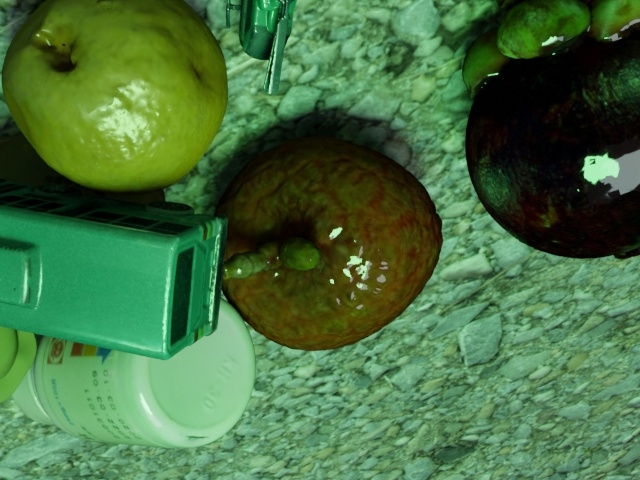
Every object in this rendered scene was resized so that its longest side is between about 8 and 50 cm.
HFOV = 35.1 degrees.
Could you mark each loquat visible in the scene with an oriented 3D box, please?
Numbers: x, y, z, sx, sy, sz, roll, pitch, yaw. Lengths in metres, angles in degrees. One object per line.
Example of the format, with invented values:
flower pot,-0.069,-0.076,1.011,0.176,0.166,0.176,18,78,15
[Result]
loquat,-0.190,-0.146,0.948,0.208,0.208,0.208,-10,132,-11

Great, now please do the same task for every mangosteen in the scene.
mangosteen,0.291,-0.127,1.090,0.311,0.311,0.311,-10,132,-11

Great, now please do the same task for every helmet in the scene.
helmet,-0.275,-0.016,1.087,0.224,0.130,0.198,6,124,-22

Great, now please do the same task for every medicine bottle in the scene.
medicine bottle,-0.223,0.143,1.135,0.293,0.170,0.170,-7,149,44

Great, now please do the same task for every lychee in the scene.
lychee,0.000,0.000,1.115,0.255,0.255,0.300,-43,156,19

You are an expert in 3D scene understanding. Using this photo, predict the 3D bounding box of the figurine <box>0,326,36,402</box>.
figurine,-0.421,0.140,1.124,0.262,0.153,0.180,-36,168,37

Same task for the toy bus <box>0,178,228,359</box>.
toy bus,-0.229,0.021,0.934,0.256,0.147,0.128,9,102,13

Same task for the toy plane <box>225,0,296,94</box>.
toy plane,-0.045,-0.264,0.971,0.060,0.096,0.235,0,112,-22
